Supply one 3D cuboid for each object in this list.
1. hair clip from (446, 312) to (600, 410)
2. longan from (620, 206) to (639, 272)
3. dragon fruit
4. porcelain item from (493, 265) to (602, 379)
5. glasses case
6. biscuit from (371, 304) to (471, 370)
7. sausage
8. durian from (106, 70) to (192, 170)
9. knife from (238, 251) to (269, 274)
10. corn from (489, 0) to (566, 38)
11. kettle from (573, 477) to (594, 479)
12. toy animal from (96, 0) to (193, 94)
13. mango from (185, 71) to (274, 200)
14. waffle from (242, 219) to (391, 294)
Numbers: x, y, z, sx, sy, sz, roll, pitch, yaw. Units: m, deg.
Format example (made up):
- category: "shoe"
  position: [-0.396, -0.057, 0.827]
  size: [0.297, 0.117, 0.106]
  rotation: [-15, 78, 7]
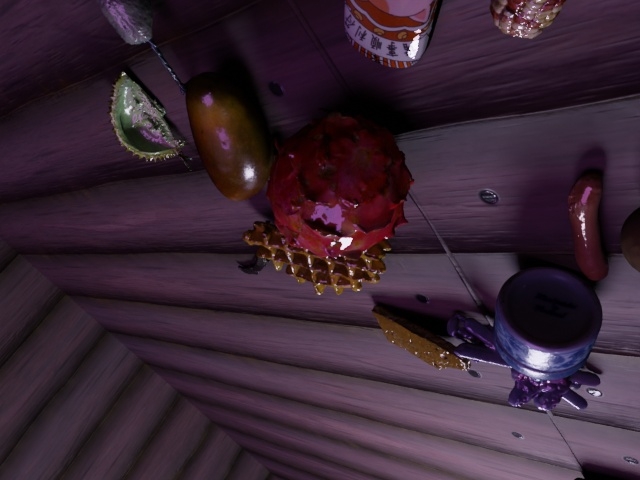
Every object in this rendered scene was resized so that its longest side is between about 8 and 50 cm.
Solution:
- category: "hair clip"
  position: [0.347, 0.220, 1.094]
  size: [0.278, 0.137, 0.090]
  rotation: [26, -175, 13]
- category: "longan"
  position: [0.410, 0.002, 0.724]
  size: [0.113, 0.092, 0.113]
  rotation: [13, 143, 10]
- category: "dragon fruit"
  position: [0.016, -0.072, 0.893]
  size: [0.210, 0.205, 0.268]
  rotation: [18, 168, -30]
- category: "porcelain item"
  position: [0.334, 0.125, 0.927]
  size: [0.147, 0.147, 0.114]
  rotation: [20, 150, 22]
- category: "glasses case"
  position: [0.083, -0.290, 0.631]
  size: [0.103, 0.067, 0.267]
  rotation: [27, 150, 13]
- category: "biscuit"
  position: [0.209, 0.211, 1.250]
  size: [0.237, 0.026, 0.131]
  rotation: [24, 156, 42]
- category: "sausage"
  position: [0.351, -0.014, 0.811]
  size: [0.043, 0.043, 0.186]
  rotation: [10, 143, 35]
- category: "durian"
  position: [-0.324, -0.208, 1.146]
  size: [0.100, 0.086, 0.215]
  rotation: [-10, 129, 33]
- category: "knife"
  position: [-0.135, 0.047, 1.394]
  size: [0.045, 0.021, 0.222]
  rotation: [41, 150, -9]
- category: "corn"
  position: [0.202, -0.273, 0.524]
  size: [0.086, 0.086, 0.253]
  rotation: [28, 151, 10]
- category: "kettle"
  position: [0.679, 0.613, 1.339]
  size: [0.232, 0.144, 0.202]
  rotation: [-6, 152, 45]
- category: "toy animal"
  position: [-0.259, -0.315, 0.913]
  size: [0.070, 0.079, 0.253]
  rotation: [6, 141, 40]
- category: "mango"
  position: [-0.140, -0.162, 0.994]
  size: [0.133, 0.111, 0.267]
  rotation: [36, 156, 27]
- category: "waffle"
  position: [0.000, 0.000, 1.151]
  size: [0.259, 0.069, 0.293]
  rotation: [35, 148, -9]
